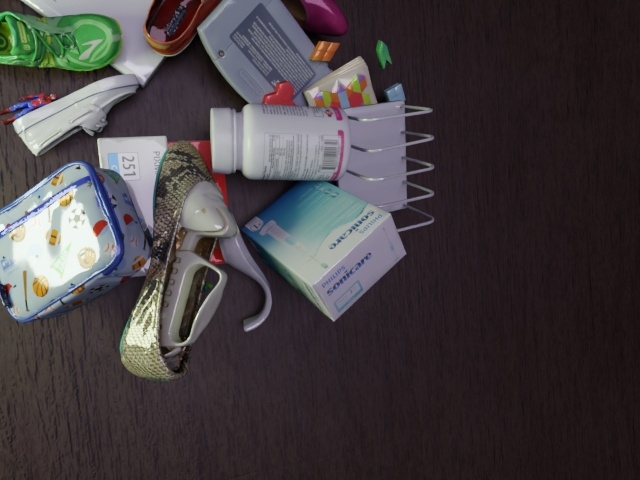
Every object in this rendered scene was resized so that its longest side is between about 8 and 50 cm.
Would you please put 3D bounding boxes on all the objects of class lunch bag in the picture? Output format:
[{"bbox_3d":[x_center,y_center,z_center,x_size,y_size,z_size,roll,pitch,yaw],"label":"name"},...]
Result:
[{"bbox_3d":[-0.487,0.002,0.874,0.303,0.115,0.243,-27,82,13],"label":"lunch bag"}]

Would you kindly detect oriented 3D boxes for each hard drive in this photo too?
[{"bbox_3d":[-0.455,-0.508,0.984,0.318,0.040,0.210,35,80,-17],"label":"hard drive"}]

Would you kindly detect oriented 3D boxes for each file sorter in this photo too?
[{"bbox_3d":[0.155,-0.174,1.102,0.193,0.173,0.278,-14,113,-19],"label":"file sorter"}]

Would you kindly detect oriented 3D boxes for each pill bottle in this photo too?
[{"bbox_3d":[-0.090,-0.210,1.002,0.283,0.160,0.160,-1,92,-15],"label":"pill bottle"}]

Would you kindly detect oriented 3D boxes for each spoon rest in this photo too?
[{"bbox_3d":[-0.168,0.066,1.062,0.084,0.137,0.276,-14,107,-7],"label":"spoon rest"}]

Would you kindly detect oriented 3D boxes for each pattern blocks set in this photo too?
[{"bbox_3d":[0.051,-0.331,1.113,0.325,0.026,0.285,-41,127,-4],"label":"pattern blocks set"}]

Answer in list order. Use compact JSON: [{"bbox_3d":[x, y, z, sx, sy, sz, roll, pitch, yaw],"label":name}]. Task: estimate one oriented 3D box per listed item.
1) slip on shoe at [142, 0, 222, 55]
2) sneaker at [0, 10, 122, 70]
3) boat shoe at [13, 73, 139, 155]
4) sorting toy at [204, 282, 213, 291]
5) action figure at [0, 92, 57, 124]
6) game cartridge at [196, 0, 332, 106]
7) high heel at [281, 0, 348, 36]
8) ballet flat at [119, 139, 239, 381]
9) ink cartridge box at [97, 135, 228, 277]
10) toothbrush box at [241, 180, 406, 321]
[{"bbox_3d":[-0.246,-0.518,0.923,0.123,0.101,0.331,34,102,-16],"label":"slip on shoe"},{"bbox_3d":[-0.534,-0.379,0.896,0.295,0.123,0.109,-7,114,-8],"label":"sneaker"},{"bbox_3d":[-0.485,-0.258,0.962,0.258,0.095,0.084,-28,105,-6],"label":"boat shoe"},{"bbox_3d":[-0.293,0.109,1.071,0.083,0.012,0.062,18,81,-16],"label":"sorting toy"},{"bbox_3d":[-0.594,-0.273,0.949,0.115,0.030,0.038,-30,96,-18],"label":"action figure"},{"bbox_3d":[-0.117,-0.402,1.032,0.198,0.062,0.297,-44,130,4],"label":"game cartridge"},{"bbox_3d":[-0.128,-0.517,1.049,0.377,0.127,0.181,23,70,-4],"label":"high heel"},{"bbox_3d":[-0.256,0.038,0.924,0.164,0.182,0.483,26,72,-61],"label":"ballet flat"},{"bbox_3d":[-0.331,-0.078,1.026,0.261,0.066,0.296,-6,94,-18],"label":"ink cartridge box"},{"bbox_3d":[0.000,0.000,1.014,0.216,0.295,0.126,-42,131,-15],"label":"toothbrush box"}]
